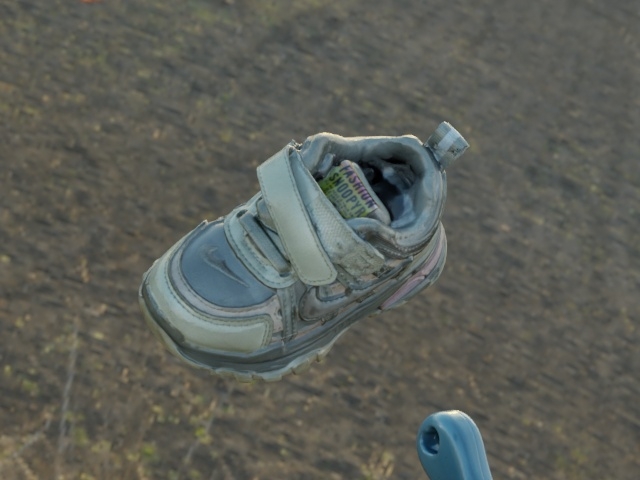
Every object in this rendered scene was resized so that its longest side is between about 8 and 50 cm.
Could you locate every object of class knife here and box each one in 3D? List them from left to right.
[{"bbox_3d":[0.128,0.217,0.867,0.032,0.058,0.244,3,48,-39],"label":"knife"}]

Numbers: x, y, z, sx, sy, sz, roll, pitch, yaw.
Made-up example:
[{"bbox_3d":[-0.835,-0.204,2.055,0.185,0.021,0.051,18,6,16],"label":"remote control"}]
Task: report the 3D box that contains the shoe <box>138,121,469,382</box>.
[{"bbox_3d":[0.000,0.000,0.647,0.180,0.092,0.089,-22,66,-30],"label":"shoe"}]
